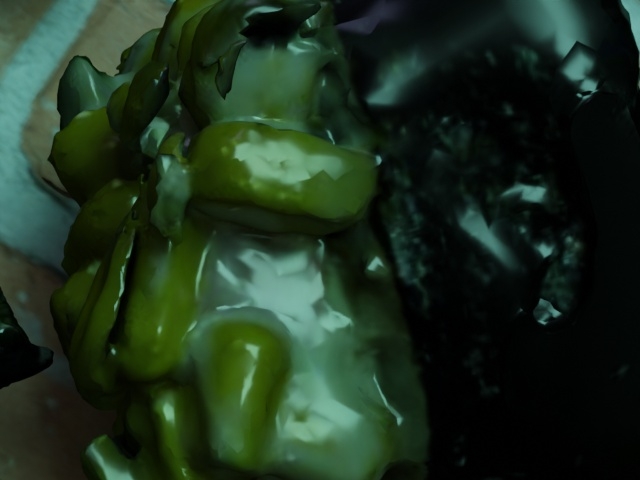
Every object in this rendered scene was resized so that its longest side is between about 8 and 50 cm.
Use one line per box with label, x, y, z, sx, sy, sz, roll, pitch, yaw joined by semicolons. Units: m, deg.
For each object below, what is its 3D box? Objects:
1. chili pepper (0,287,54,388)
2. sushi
chili pepper;-0.247;-0.021;0.922;0.148;0.116;0.265;-15;70;-25
sushi;0.000;0.000;0.937;0.285;0.328;0.329;-14;25;-9
